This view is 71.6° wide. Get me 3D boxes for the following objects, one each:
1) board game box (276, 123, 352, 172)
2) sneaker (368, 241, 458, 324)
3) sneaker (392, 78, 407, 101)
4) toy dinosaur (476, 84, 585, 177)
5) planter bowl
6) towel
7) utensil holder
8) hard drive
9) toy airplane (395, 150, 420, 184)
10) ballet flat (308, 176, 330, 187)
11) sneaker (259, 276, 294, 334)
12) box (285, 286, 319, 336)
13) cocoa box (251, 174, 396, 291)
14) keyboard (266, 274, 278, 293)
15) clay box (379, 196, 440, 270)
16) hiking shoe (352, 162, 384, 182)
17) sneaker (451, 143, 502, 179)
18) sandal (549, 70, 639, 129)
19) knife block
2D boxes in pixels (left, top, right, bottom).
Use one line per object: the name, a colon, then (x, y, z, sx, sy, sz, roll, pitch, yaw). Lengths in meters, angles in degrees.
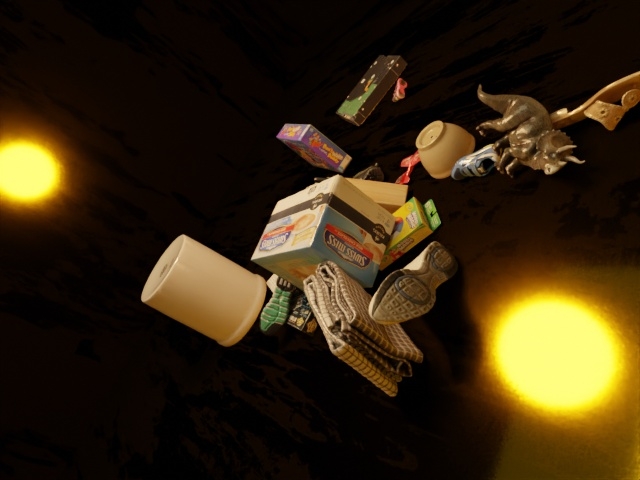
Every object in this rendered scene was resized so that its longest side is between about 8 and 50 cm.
board game box: (-0.036, -0.409, 1.952, 0.078, 0.233, 0.347, -56, 26, 0)
sneaker: (0.203, 0.114, 1.009, 0.297, 0.111, 0.129, -28, -15, -43)
sneaker: (0.318, -0.613, 1.813, 0.057, 0.047, 0.119, -40, 27, 53)
toy dinosaur: (0.463, -0.247, 1.013, 0.160, 0.121, 0.313, -35, 54, 35)
planter bowl: (0.349, -0.277, 1.288, 0.162, 0.109, 0.162, -39, 30, 28)
towel: (0.093, 0.189, 1.037, 0.121, 0.235, 0.283, -44, 28, 7)
utensil holder: (-0.471, 0.202, 1.800, 0.328, 0.386, 0.327, -41, 29, 29)
hard drive: (0.227, -0.687, 2.026, 0.339, 0.064, 0.237, -51, 26, 7)
toy airplane: (0.290, -0.236, 1.427, 0.151, 0.028, 0.151, -51, 14, 18)
ballet flat: (-0.034, -0.193, 1.883, 0.213, 0.068, 0.072, -57, 26, -4)
sneaker: (-0.128, 0.209, 1.480, 0.098, 0.083, 0.223, 20, -86, -80)
box: (-0.053, 0.205, 1.469, 0.220, 0.051, 0.175, 5, 64, 61)
cocoa box: (0.000, 0.000, 1.298, 0.347, 0.231, 0.227, -13, 48, 55)
keyboard: (-0.154, 0.181, 1.710, 0.072, 0.014, 0.256, -55, 26, 1)
clay box: (0.230, -0.028, 1.260, 0.222, 0.053, 0.127, -42, 29, 27)
hiking shoe: (0.134, -0.181, 1.592, 0.227, 0.086, 0.114, -39, 16, 19)
sneaker: (0.405, -0.195, 1.161, 0.144, 0.053, 0.059, -32, 37, 42)
sandal: (0.590, -0.263, 0.931, 0.240, 0.088, 0.079, -22, 72, 59)
knife block: (0.101, -0.144, 1.399, 0.276, 0.242, 0.088, -25, 40, 46)
